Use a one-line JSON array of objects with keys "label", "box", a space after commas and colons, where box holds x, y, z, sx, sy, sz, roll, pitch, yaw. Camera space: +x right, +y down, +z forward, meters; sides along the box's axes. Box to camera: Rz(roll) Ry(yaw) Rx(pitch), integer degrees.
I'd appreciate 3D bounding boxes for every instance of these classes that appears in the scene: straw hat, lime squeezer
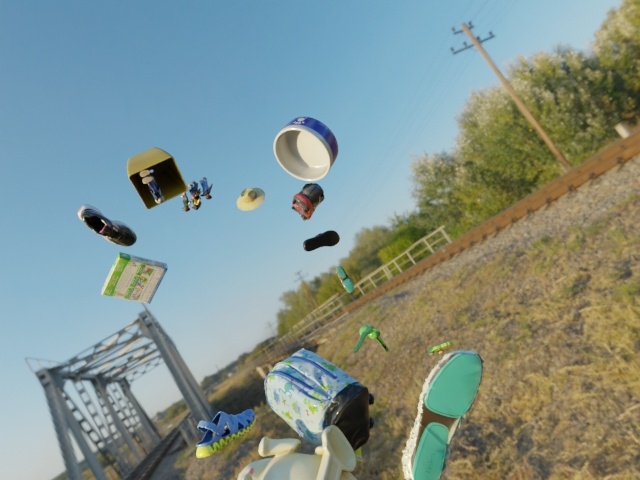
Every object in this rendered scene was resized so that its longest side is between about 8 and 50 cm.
[{"label": "straw hat", "box": [-0.337, -0.210, 2.115, 0.145, 0.144, 0.061, -34, -37, -6]}, {"label": "lime squeezer", "box": [0.216, 0.405, 1.876, 0.059, 0.109, 0.310, -32, -27, 22]}]

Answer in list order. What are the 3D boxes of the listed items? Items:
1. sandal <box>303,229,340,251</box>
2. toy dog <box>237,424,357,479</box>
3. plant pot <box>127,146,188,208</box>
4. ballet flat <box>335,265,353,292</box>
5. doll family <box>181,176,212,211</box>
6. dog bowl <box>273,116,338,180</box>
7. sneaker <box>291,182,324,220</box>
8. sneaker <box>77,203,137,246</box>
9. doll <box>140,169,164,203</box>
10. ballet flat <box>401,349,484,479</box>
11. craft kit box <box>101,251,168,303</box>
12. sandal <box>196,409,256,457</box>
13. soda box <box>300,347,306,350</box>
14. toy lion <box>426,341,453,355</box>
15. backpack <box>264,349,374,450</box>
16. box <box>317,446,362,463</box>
[{"label": "sandal", "box": [0.000, 0.000, 1.814, 0.179, 0.067, 0.040, -15, 11, -32]}, {"label": "toy dog", "box": [-0.081, 0.774, 1.407, 0.408, 0.395, 0.284, -19, 38, 31]}, {"label": "plant pot", "box": [-0.781, -0.315, 2.120, 0.212, 0.187, 0.212, -29, -39, -15]}, {"label": "ballet flat", "box": [0.096, 0.152, 1.782, 0.041, 0.114, 0.041, -29, -4, -2]}, {"label": "doll family", "box": [-0.544, -0.194, 1.996, 0.076, 0.111, 0.193, 10, -43, -39]}, {"label": "dog bowl", "box": [-0.061, -0.389, 1.934, 0.265, 0.265, 0.104, -44, 13, 50]}, {"label": "sneaker", "box": [-0.046, -0.159, 1.813, 0.135, 0.098, 0.276, -47, -2, -9]}, {"label": "sneaker", "box": [-0.625, -0.030, 1.323, 0.072, 0.178, 0.077, -55, 34, 2]}, {"label": "doll", "box": [-0.689, -0.216, 1.875, 0.046, 0.129, 0.189, -24, -26, -11]}, {"label": "ballet flat", "box": [0.320, 0.481, 1.264, 0.147, 0.147, 0.408, 27, -94, -81]}, {"label": "craft kit box", "box": [-0.951, 0.197, 2.318, 0.247, 0.061, 0.249, 18, -66, -37]}, {"label": "sandal", "box": [-0.412, 0.805, 1.966, 0.126, 0.138, 0.318, -24, -7, 36]}, {"label": "soda box", "box": [-0.027, 0.587, 1.860, 0.098, 0.286, 0.091, -39, -45, -2]}, {"label": "toy lion", "box": [0.537, 0.474, 2.002, 0.100, 0.034, 0.096, 0, -33, -31]}, {"label": "backpack", "box": [-0.020, 0.527, 1.533, 0.274, 0.355, 0.289, -19, -54, -24]}, {"label": "box", "box": [0.056, 0.734, 1.580, 0.178, 0.108, 0.042, -26, -45, 24]}]
